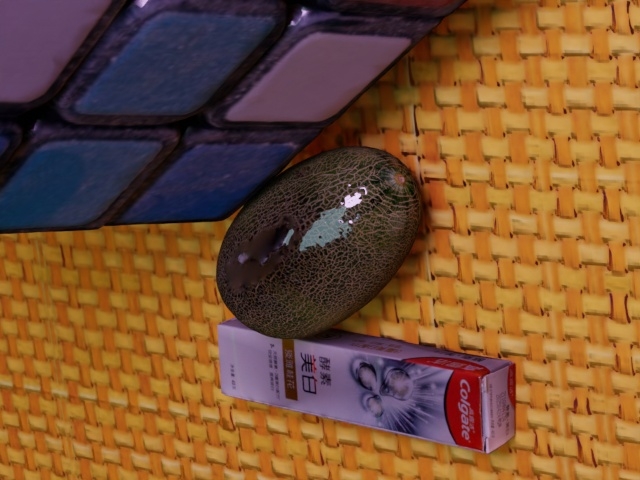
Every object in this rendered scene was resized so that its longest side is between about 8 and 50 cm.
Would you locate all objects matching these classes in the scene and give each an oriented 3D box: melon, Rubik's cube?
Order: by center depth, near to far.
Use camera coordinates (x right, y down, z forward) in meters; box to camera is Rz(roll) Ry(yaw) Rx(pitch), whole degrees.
[{"bbox_3d":[-0.142,-0.228,1.031,0.362,0.358,0.363,-47,59,39],"label":"Rubik's cube"},{"bbox_3d":[0.000,0.000,1.188,0.162,0.099,0.099,-40,78,37],"label":"melon"}]

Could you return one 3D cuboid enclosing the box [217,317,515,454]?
[{"bbox_3d":[0.027,0.090,1.233,0.218,0.039,0.055,8,108,38],"label":"box"}]
